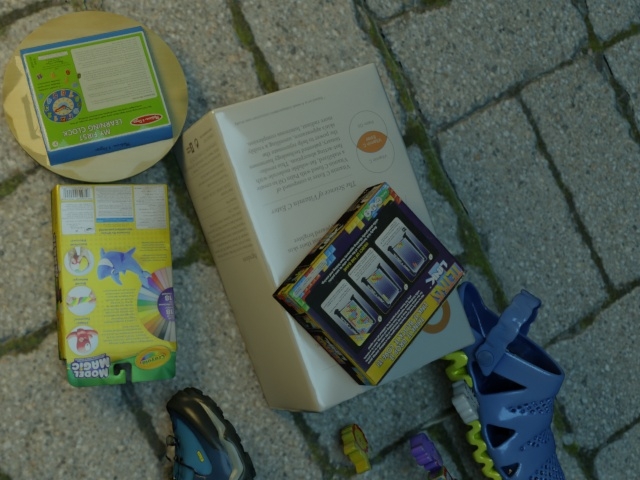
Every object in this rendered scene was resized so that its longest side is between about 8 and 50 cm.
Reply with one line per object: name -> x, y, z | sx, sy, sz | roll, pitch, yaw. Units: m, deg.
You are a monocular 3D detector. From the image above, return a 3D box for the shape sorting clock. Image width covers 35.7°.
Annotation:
shape sorting clock -> -0.255, -0.164, 1.132 | 0.206, 0.040, 0.206 | 3, 73, -11

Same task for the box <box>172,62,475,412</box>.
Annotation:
box -> 0.000, 0.000, 1.160 | 0.215, 0.168, 0.345 | -20, 91, -25

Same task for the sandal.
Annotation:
sandal -> 0.244, 0.187, 1.244 | 0.126, 0.138, 0.317 | -35, 103, -60

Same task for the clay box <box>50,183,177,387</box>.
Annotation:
clay box -> -0.232, 0.049, 1.116 | 0.127, 0.053, 0.222 | -1, 85, -24

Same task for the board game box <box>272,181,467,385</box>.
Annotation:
board game box -> 0.055, 0.046, 1.060 | 0.141, 0.048, 0.170 | 48, 68, -13

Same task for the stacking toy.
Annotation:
stacking toy -> 0.149, 0.290, 1.211 | 0.167, 0.052, 0.221 | -27, 103, 18

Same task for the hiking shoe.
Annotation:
hiking shoe -> -0.134, 0.317, 1.092 | 0.132, 0.113, 0.304 | -14, 89, -25
